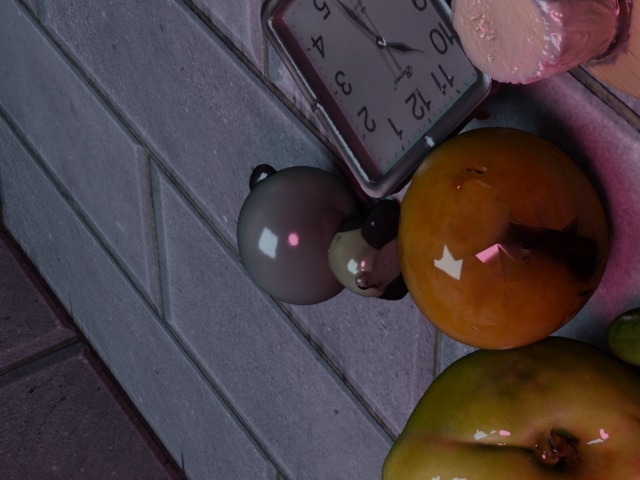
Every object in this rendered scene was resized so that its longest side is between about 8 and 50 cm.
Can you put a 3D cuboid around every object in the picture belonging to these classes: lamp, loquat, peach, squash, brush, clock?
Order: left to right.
[{"bbox_3d":[0.000,0.000,2.295,0.244,0.198,0.197,15,129,33],"label":"lamp"},{"bbox_3d":[0.064,-0.218,1.840,0.279,0.049,0.273,58,142,11],"label":"clock"},{"bbox_3d":[0.191,-0.002,1.783,0.235,0.235,0.235,48,151,38],"label":"loquat"},{"bbox_3d":[0.237,0.242,1.849,0.314,0.281,0.315,19,173,13],"label":"peach"},{"bbox_3d":[0.254,-0.199,1.543,0.266,0.166,0.174,49,152,32],"label":"brush"},{"bbox_3d":[0.369,0.104,1.702,0.258,0.069,0.069,9,119,63],"label":"squash"}]

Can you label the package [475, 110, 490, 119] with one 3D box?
[{"bbox_3d":[0.090,-0.266,1.913,0.223,0.108,0.288,12,121,59],"label":"package"}]
